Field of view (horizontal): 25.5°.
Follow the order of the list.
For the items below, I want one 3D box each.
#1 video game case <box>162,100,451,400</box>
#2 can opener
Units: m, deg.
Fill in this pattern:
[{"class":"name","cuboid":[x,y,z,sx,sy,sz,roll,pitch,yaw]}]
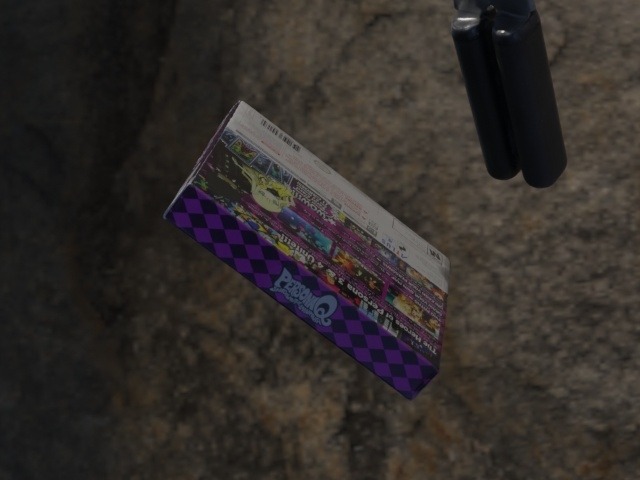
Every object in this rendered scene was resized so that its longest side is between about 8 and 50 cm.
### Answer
[{"class":"video game case","cuboid":[0.000,0.000,1.113,0.042,0.232,0.210,-50,9,22]},{"class":"can opener","cuboid":[0.157,-0.177,1.144,0.076,0.095,0.283,15,139,36]}]
